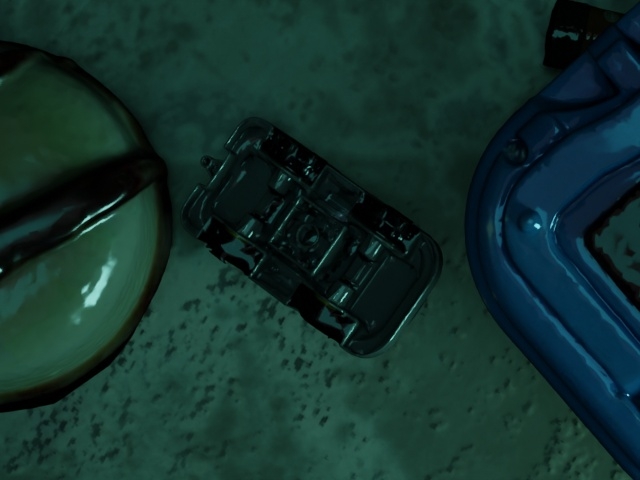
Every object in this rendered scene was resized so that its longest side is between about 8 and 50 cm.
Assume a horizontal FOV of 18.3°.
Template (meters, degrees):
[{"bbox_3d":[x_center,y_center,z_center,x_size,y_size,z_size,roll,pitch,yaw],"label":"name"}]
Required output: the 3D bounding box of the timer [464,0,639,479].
[{"bbox_3d":[0.272,-0.010,1.204,0.340,0.115,0.309,-42,82,15],"label":"timer"}]

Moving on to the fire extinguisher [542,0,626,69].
[{"bbox_3d":[0.246,-0.130,1.381,0.177,0.050,0.062,12,54,2],"label":"fire extinguisher"}]

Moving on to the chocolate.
[{"bbox_3d":[-0.243,-0.012,1.342,0.283,0.186,0.284,0,92,4],"label":"chocolate"}]

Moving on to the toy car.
[{"bbox_3d":[0.000,0.000,1.379,0.191,0.100,0.097,36,94,21],"label":"toy car"}]
